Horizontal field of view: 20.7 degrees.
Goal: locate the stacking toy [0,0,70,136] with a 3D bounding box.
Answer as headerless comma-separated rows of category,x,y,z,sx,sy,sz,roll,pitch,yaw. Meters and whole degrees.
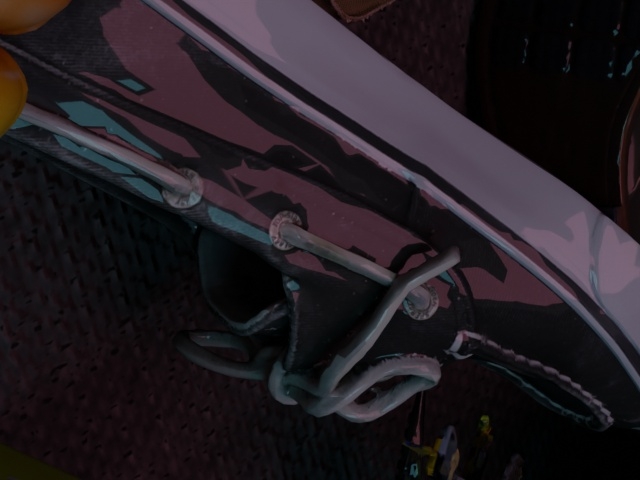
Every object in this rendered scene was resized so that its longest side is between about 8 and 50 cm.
stacking toy,-0.142,-0.031,0.408,0.175,0.166,0.302,17,101,-54

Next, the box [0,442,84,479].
box,-0.043,0.130,0.524,0.042,0.178,0.109,-43,130,-32

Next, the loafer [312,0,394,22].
loafer,0.041,-0.127,0.636,0.148,0.050,0.056,-44,131,-30

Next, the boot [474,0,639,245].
boot,0.115,-0.061,0.740,0.106,0.082,0.219,1,99,-68

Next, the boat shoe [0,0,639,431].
boat shoe,0.002,0.000,0.555,0.306,0.113,0.105,36,78,-33

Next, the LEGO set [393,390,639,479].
LEGO set,0.051,0.218,0.698,0.255,0.192,0.331,25,79,-75
